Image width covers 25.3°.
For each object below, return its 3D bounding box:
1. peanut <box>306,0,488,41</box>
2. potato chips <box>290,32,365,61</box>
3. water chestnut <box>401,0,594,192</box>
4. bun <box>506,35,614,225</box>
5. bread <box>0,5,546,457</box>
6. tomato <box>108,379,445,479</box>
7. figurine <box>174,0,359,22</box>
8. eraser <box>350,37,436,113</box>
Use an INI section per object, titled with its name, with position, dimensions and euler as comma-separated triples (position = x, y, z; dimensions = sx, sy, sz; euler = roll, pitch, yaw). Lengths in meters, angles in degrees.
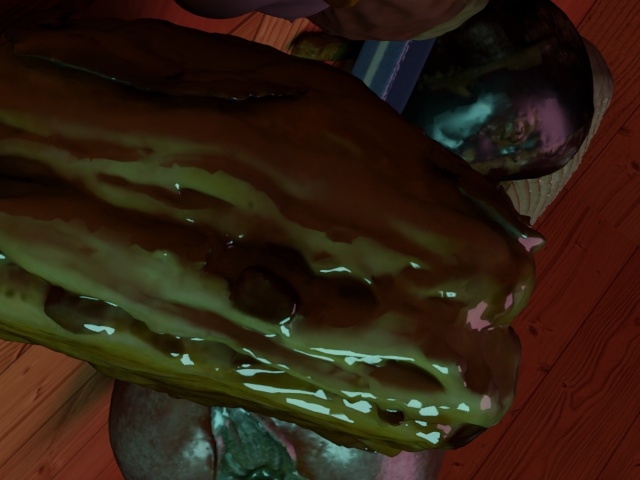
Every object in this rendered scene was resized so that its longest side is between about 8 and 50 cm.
[peanut]
position = 0.045, -0.176, 0.853
dimensions = 0.136, 0.120, 0.298
euler = -19, -179, 10
[potato chips]
position = 0.014, -0.154, 1.153
dimensions = 0.026, 0.037, 0.204
euler = -63, 166, 14
[water chestnut]
position = 0.146, -0.133, 1.336
dimensions = 0.223, 0.223, 0.238
euler = -44, 141, -49
[bun]
position = 0.182, -0.117, 1.723
dimensions = 0.365, 0.219, 0.365
euler = -47, 163, -19
[bread]
position = -0.046, -0.009, 0.655
dimensions = 0.324, 0.277, 0.167
euler = 91, 15, -81
[tomato]
position = -0.036, 0.160, 1.321
dimensions = 0.317, 0.316, 0.282
euler = -54, -166, 29
[figurine]
position = -0.007, -0.140, 0.651
dimensions = 0.129, 0.109, 0.178
euler = -14, 172, -40
[eraser]
position = 0.078, -0.189, 1.162
dimensions = 0.225, 0.036, 0.082
euler = -66, 164, 12
